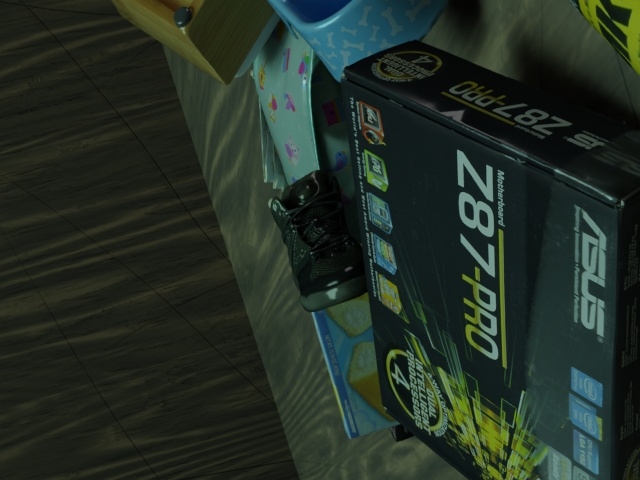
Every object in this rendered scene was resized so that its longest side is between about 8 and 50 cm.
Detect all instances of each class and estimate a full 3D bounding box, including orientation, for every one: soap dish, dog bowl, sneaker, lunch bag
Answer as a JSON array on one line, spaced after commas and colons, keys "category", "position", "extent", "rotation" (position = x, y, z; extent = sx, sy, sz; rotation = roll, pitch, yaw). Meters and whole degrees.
[{"category": "soap dish", "position": [-0.119, -0.360, 1.371], "extent": [0.229, 0.291, 0.118], "rotation": [37, -172, 37]}, {"category": "dog bowl", "position": [0.023, -0.270, 1.172], "extent": [0.074, 0.166, 0.297], "rotation": [36, -169, -33]}, {"category": "sneaker", "position": [0.000, 0.000, 1.208], "extent": [0.227, 0.087, 0.130], "rotation": [-132, 22, -79]}, {"category": "lunch bag", "position": [0.020, -0.154, 1.378], "extent": [0.223, 0.160, 0.262], "rotation": [-134, 25, -67]}]

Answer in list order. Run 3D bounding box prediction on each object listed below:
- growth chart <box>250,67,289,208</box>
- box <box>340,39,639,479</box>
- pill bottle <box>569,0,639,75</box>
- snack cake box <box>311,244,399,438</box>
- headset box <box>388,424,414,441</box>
[{"category": "growth chart", "position": [-0.012, -0.151, 1.513], "extent": [0.021, 0.172, 0.237], "rotation": [16, 117, 57]}, {"category": "box", "position": [0.162, 0.058, 0.990], "extent": [0.318, 0.097, 0.395], "rotation": [33, 140, 45]}, {"category": "pill bottle", "position": [0.204, -0.156, 0.650], "extent": [0.119, 0.119, 0.208], "rotation": [86, 163, -44]}, {"category": "snack cake box", "position": [0.069, 0.099, 1.457], "extent": [0.089, 0.152, 0.264], "rotation": [131, 122, -87]}, {"category": "headset box", "position": [0.114, 0.260, 1.757], "extent": [0.083, 0.032, 0.062], "rotation": [-125, 22, -54]}]
